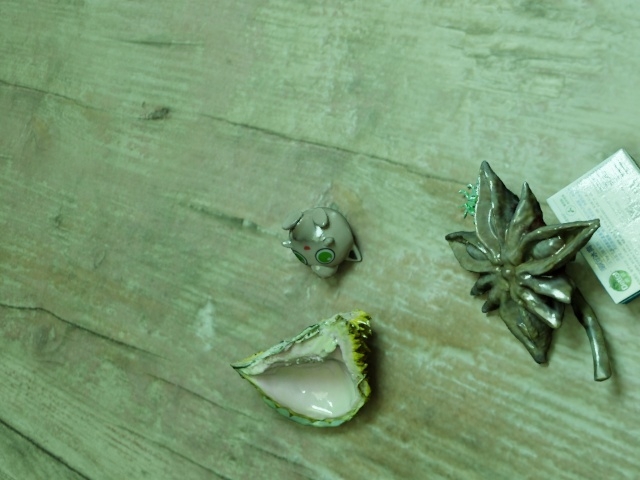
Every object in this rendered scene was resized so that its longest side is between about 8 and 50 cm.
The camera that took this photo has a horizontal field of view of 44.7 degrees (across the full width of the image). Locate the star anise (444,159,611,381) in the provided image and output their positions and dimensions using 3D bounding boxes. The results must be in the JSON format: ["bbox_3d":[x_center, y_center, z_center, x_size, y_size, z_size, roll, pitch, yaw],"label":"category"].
[{"bbox_3d":[0.328,0.046,1.224,0.349,0.109,0.292,36,143,45],"label":"star anise"}]

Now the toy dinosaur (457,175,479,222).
[{"bbox_3d":[0.269,-0.071,1.335,0.062,0.021,0.083,50,114,18],"label":"toy dinosaur"}]

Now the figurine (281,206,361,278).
[{"bbox_3d":[0.000,0.000,1.434,0.125,0.138,0.125,-16,44,16],"label":"figurine"}]

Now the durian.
[{"bbox_3d":[-0.003,0.245,1.403,0.305,0.185,0.195,-31,90,30],"label":"durian"}]

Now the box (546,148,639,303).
[{"bbox_3d":[0.461,-0.019,1.182,0.139,0.073,0.194,-37,68,23],"label":"box"}]
